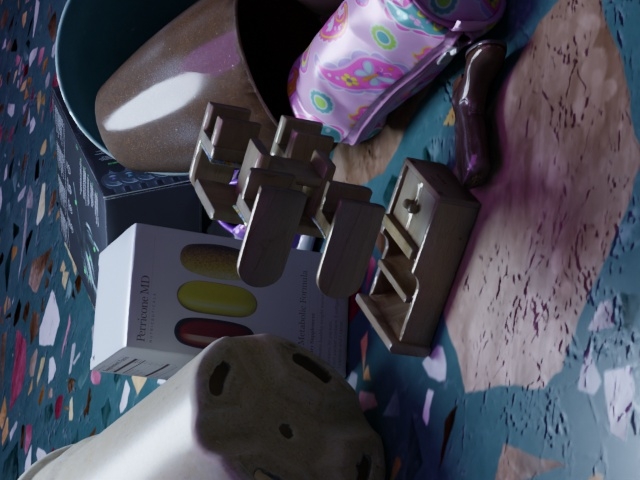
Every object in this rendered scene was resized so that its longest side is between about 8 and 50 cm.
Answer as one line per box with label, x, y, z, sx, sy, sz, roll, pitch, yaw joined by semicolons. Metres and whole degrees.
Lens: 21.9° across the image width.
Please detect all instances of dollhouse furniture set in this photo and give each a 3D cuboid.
dollhouse furniture set;0.000;0.000;1.534;0.212;0.242;0.161;-123;47;-60

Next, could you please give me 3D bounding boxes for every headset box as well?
headset box;-0.254;-0.039;2.185;0.283;0.131;0.246;-122;27;-47

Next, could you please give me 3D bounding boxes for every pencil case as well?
pencil case;0.070;-0.193;1.608;0.284;0.124;0.124;141;133;-57

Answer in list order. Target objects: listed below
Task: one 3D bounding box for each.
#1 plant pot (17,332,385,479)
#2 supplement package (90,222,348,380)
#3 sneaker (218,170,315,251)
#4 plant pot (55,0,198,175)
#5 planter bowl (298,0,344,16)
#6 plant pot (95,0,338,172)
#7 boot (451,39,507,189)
plant pot;-0.105;0.265;1.647;0.305;0.334;0.333;-47;38;35
supplement package;-0.107;0.078;1.760;0.134;0.244;0.139;148;128;-62
sneaker;-0.081;-0.050;1.935;0.236;0.105;0.095;-127;49;-62
plant pot;-0.156;-0.215;2.017;0.195;0.290;0.290;24;-106;-83
planter bowl;0.017;-0.307;1.763;0.109;0.162;0.162;82;-176;-62
plant pot;-0.126;-0.162;1.819;0.230;0.215;0.215;-18;59;27
boot;0.145;-0.111;1.497;0.106;0.037;0.114;114;161;-62
